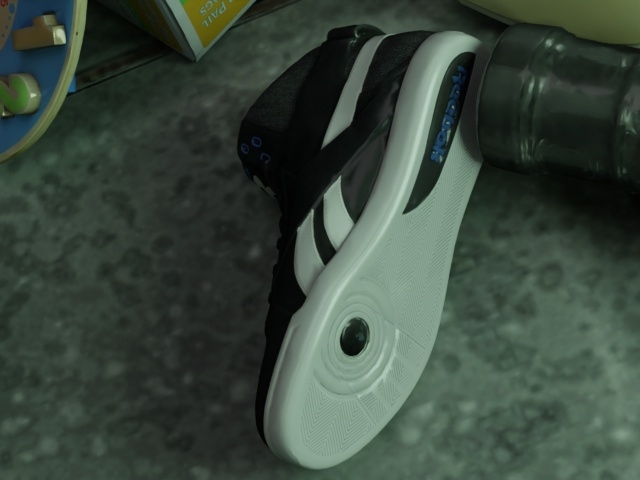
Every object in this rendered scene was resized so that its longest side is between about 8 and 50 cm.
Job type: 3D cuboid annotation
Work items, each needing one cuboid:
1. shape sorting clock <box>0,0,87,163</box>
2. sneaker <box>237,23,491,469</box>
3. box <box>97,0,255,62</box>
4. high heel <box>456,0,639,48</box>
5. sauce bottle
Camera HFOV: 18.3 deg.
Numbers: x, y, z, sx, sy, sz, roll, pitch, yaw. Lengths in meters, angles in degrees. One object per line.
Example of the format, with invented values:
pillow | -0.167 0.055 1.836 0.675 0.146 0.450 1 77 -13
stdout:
shape sorting clock | -0.190 -0.140 1.035 0.206 0.040 0.206 7 101 40
sneaker | 0.000 0.000 0.945 0.121 0.079 0.217 9 70 44
box | -0.113 -0.204 1.084 0.203 0.103 0.114 35 74 32
high heel | 0.187 -0.182 1.004 0.261 0.093 0.186 -2 40 27
sauce bottle | 0.237 -0.034 0.859 0.344 0.111 0.111 15 65 25
